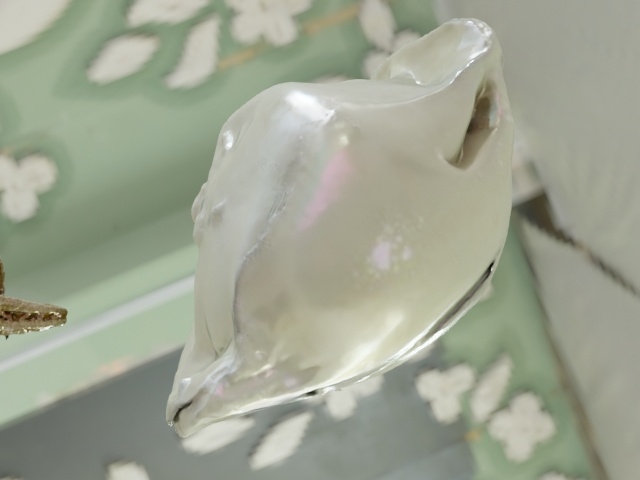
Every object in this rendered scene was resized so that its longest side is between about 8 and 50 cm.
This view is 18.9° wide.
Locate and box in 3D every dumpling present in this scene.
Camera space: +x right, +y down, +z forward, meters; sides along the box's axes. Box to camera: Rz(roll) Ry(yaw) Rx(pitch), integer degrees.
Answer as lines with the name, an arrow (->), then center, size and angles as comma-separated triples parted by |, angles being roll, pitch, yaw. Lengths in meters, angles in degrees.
dumpling -> 0.000, 0.000, 1.549 | 0.233, 0.395, 0.315 | 35, -14, -12

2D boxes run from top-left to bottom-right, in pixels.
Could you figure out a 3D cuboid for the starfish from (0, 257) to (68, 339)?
starfish -> -0.285, 0.060, 1.415 | 0.074, 0.190, 0.146 | 61, 40, -80
